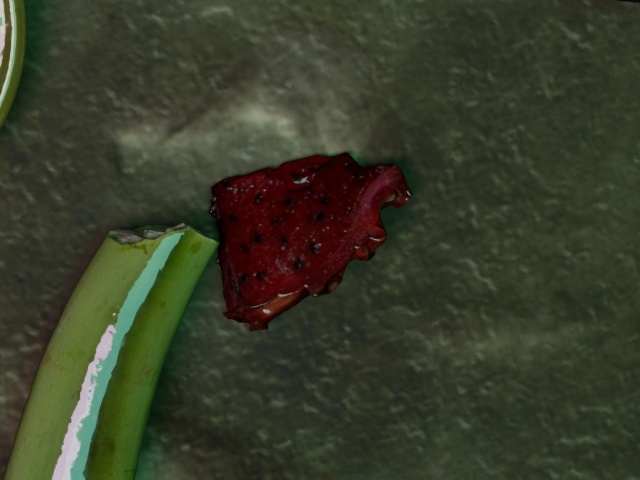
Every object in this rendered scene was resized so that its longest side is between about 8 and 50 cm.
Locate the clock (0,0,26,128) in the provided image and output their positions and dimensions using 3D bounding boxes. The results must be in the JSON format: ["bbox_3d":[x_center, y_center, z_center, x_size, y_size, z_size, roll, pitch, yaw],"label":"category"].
[{"bbox_3d":[-0.286,-0.123,1.081,0.237,0.057,0.237,-3,103,-13],"label":"clock"}]

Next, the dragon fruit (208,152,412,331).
[{"bbox_3d":[0.000,0.001,1.167,0.131,0.063,0.097,-15,103,-10],"label":"dragon fruit"}]

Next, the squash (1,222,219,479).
[{"bbox_3d":[-0.135,0.102,1.149,0.083,0.083,0.250,18,92,-16],"label":"squash"}]

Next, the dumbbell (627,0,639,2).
[{"bbox_3d":[0.209,-0.240,1.154,0.100,0.100,0.191,3,99,-14],"label":"dumbbell"}]
